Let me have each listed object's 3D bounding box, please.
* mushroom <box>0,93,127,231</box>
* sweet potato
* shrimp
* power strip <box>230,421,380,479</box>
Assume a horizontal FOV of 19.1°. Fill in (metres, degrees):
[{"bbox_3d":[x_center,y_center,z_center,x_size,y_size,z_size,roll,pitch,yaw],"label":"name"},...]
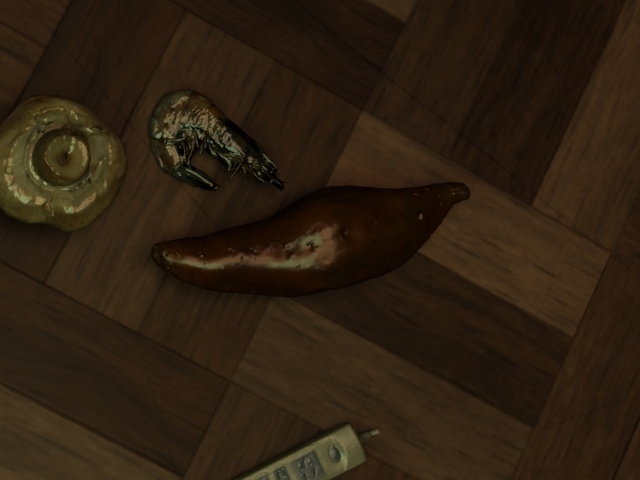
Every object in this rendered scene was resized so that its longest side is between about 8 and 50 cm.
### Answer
[{"bbox_3d":[-0.269,-0.077,1.923,0.148,0.112,0.148,3,84,-26],"label":"mushroom"},{"bbox_3d":[0.005,0.000,2.004,0.359,0.112,0.112,-18,90,-21],"label":"sweet potato"},{"bbox_3d":[-0.112,-0.090,2.018,0.161,0.034,0.091,36,87,-4],"label":"shrimp"},{"bbox_3d":[-0.020,0.242,2.011,0.191,0.030,0.047,-25,93,-17],"label":"power strip"}]
